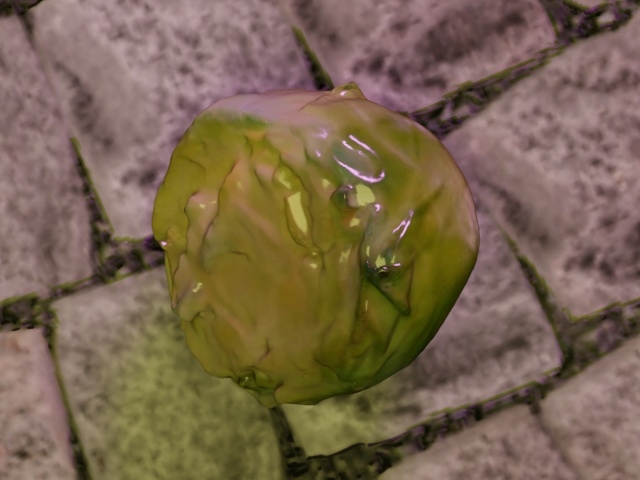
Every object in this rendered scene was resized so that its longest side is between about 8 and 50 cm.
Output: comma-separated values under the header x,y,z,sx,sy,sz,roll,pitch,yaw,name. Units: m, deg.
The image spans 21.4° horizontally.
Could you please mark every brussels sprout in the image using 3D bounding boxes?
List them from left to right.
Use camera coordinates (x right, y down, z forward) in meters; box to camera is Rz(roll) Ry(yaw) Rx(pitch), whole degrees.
x,y,z,sx,sy,sz,roll,pitch,yaw,name
0.005,-0.001,0.802,0.152,0.122,0.149,-14,91,38,brussels sprout
